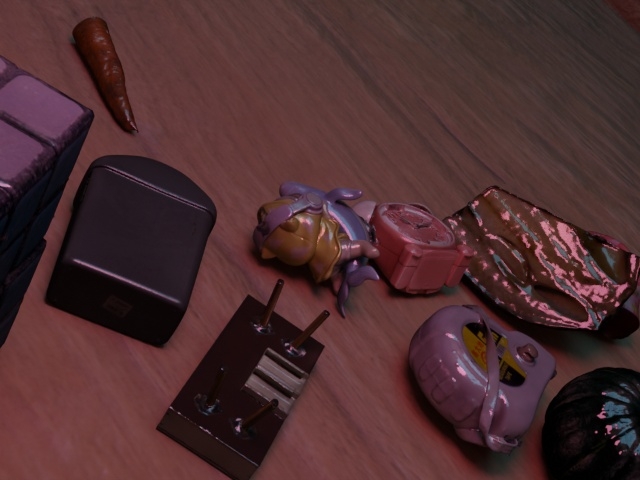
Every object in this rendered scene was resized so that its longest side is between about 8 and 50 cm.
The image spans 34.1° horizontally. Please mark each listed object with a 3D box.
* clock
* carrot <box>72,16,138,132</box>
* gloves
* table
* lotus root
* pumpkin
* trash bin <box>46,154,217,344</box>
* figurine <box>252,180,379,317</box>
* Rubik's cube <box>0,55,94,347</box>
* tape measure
[{"bbox_3d":[0.128,0.004,1.599,0.166,0.092,0.162,0,37,-39],"label":"clock"},{"bbox_3d":[-0.319,-0.244,1.572,0.057,0.057,0.224,1,50,-38],"label":"carrot"},{"bbox_3d":[0.491,0.056,1.797,0.145,0.126,0.241,18,46,-12],"label":"gloves"},{"bbox_3d":[-0.073,0.149,1.230,0.122,0.111,0.240,34,34,-1],"label":"table"},{"bbox_3d":[0.347,0.031,1.687,0.314,0.210,0.142,42,-1,21],"label":"lotus root"},{"bbox_3d":[0.408,0.278,1.420,0.221,0.162,0.220,15,48,-17],"label":"pumpkin"},{"bbox_3d":[-0.231,0.001,1.298,0.177,0.101,0.236,25,38,-15],"label":"trash bin"},{"bbox_3d":[0.000,0.000,1.463,0.184,0.128,0.208,-9,57,-42],"label":"figurine"},{"bbox_3d":[-0.456,-0.005,0.910,0.344,0.337,0.344,31,36,-4],"label":"Rubik's cube"},{"bbox_3d":[0.214,0.177,1.418,0.197,0.120,0.236,43,30,3],"label":"tape measure"}]
